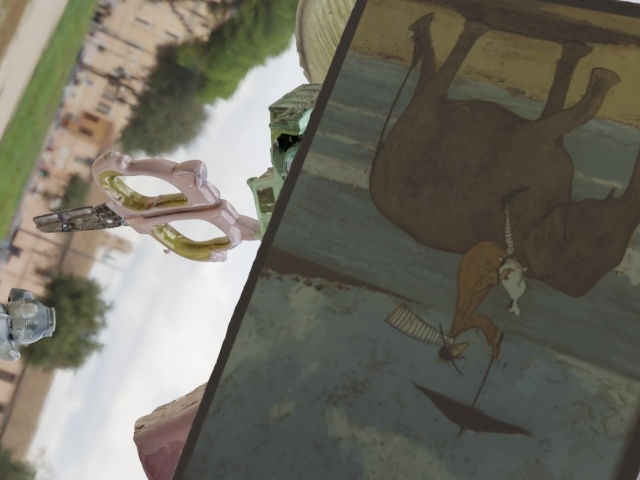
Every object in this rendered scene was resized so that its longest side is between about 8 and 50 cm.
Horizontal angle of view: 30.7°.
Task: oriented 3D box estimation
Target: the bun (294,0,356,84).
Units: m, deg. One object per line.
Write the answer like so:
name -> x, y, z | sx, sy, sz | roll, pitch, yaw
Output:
bun -> 0.080, -0.257, 1.402 | 0.220, 0.220, 0.134 | -59, 176, 27

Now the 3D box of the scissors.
scissors -> -0.187, -0.023, 1.115 | 0.317, 0.160, 0.024 | -6, -131, 45

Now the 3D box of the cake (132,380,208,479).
cake -> -0.112, 0.344, 1.666 | 0.230, 0.309, 0.237 | -23, -174, -8

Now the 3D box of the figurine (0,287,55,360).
figurine -> -0.539, 0.139, 1.930 | 0.147, 0.192, 0.126 | 150, -60, -61

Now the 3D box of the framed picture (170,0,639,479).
framed picture -> 0.072, 0.026, 0.624 | 0.265, 0.016, 0.347 | 21, -92, 35

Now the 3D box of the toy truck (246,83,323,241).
toy truck -> 0.002, -0.002, 0.921 | 0.128, 0.135, 0.259 | -42, 136, -42
